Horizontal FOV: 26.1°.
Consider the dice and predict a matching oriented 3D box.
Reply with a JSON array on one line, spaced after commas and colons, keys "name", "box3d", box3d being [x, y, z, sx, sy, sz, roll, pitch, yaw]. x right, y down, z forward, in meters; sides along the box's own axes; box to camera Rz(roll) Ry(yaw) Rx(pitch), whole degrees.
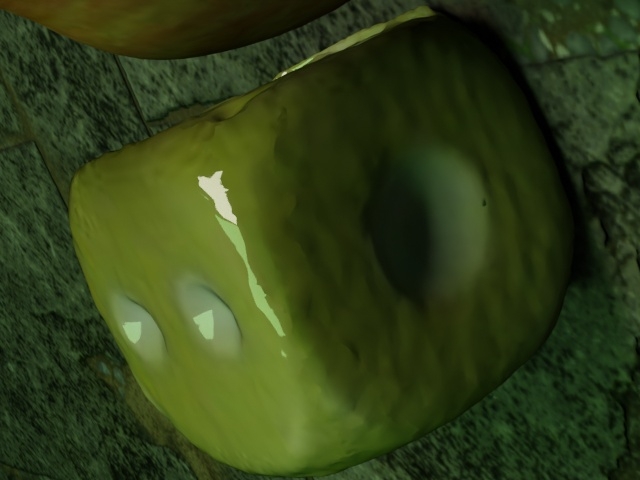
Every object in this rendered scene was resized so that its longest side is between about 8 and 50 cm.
[{"name": "dice", "box3d": [0.000, 0.000, 0.886, 0.233, 0.238, 0.227, -8, 110, 57]}]

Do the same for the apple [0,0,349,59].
[{"name": "apple", "box3d": [-0.075, -0.253, 0.539, 0.391, 0.391, 0.347, 37, 104, 29]}]
